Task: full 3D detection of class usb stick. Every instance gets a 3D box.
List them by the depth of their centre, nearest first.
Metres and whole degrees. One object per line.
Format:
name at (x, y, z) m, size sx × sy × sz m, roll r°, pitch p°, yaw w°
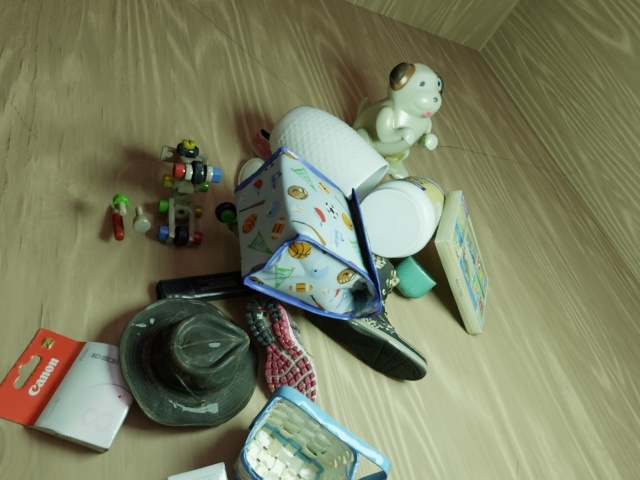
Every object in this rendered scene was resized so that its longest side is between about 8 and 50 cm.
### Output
usb stick at (-0.276, 0.120, 1.167) m, size 0.278 × 0.045 × 0.077 m, roll -5°, pitch 52°, yaw -35°

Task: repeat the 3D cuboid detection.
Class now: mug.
mug at (0.295, 0.124, 1.479) m, size 0.129 × 0.097 × 0.158 m, roll 47°, pitch 10°, yaw 11°
mug at (0.014, -0.253, 1.493) m, size 0.328 × 0.276 × 0.374 m, roll 46°, pitch 6°, yaw 8°

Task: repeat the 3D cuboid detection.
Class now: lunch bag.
lunch bag at (0.000, 0.000, 1.162) m, size 0.385 × 0.239 × 0.328 m, roll 33°, pitch 33°, yaw -38°

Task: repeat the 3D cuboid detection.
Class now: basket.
basket at (-0.035, 0.418, 0.903) m, size 0.255 × 0.289 × 0.201 m, roll 39°, pitch 44°, yaw -1°

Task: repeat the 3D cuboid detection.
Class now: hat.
hat at (-0.249, 0.235, 0.992) m, size 0.331 × 0.134 × 0.331 m, roll 29°, pitch 38°, yaw -26°

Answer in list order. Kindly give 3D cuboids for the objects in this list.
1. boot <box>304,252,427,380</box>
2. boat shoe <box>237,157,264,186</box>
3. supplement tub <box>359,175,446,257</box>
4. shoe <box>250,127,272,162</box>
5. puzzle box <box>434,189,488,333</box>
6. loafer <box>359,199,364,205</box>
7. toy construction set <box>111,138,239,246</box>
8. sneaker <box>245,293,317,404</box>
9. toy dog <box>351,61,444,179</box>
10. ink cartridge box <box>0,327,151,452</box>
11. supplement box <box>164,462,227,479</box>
boot at (0.169, 0.201, 1.320) m, size 0.377 × 0.138 × 0.284 m, roll 31°, pitch 45°, yaw 4°
boat shoe at (-0.168, -0.120, 1.412) m, size 0.099 × 0.116 × 0.319 m, roll 47°, pitch 16°, yaw -56°
supplement tub at (0.266, -0.079, 1.472) m, size 0.241 × 0.241 × 0.331 m, roll 48°, pitch 26°, yaw 10°
shoe at (-0.163, -0.296, 1.544) m, size 0.178 × 0.081 × 0.063 m, roll 47°, pitch 45°, yaw 9°
puzzle box at (0.479, 0.075, 1.511) m, size 0.409 × 0.052 × 0.272 m, roll 62°, pitch 36°, yaw -30°
loafer at (0.167, -0.090, 1.609) m, size 0.056 × 0.050 × 0.148 m, roll 9°, pitch 51°, yaw -26°
toy construction set at (-0.400, -0.131, 1.209) m, size 0.309 × 0.257 × 0.237 m, roll -17°, pitch 45°, yaw -16°
sneaker at (-0.080, 0.271, 1.127) m, size 0.112 × 0.121 × 0.299 m, roll 37°, pitch 31°, yaw -72°
toy dog at (0.310, -0.478, 1.756) m, size 0.285 × 0.408 × 0.395 m, roll 11°, pitch 51°, yaw -26°
ink cartridge box at (-0.484, 0.284, 0.897) m, size 0.232 × 0.066 × 0.189 m, roll 29°, pitch 45°, yaw -15°
supplement box at (-0.218, 0.538, 0.819) m, size 0.114 × 0.111 × 0.220 m, roll -1°, pitch 57°, yaw -33°
